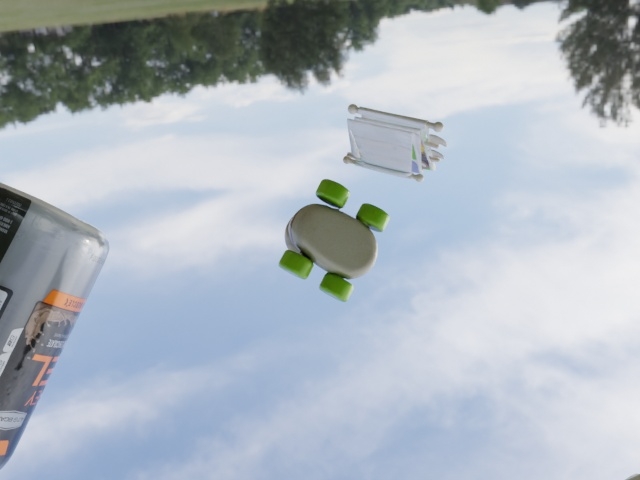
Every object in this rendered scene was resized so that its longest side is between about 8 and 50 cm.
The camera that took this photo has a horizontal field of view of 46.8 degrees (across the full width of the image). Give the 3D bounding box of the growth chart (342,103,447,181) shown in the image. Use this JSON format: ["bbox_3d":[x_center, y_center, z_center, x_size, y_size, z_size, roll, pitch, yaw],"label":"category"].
[{"bbox_3d":[0.118,-0.152,1.208,0.171,0.021,0.237,17,164,7],"label":"growth chart"}]

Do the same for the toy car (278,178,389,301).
[{"bbox_3d":[0.000,0.000,1.214,0.149,0.155,0.188,30,171,-16],"label":"toy car"}]

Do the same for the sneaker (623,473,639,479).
[{"bbox_3d":[0.242,0.328,0.793,0.111,0.297,0.129,12,-141,-33],"label":"sneaker"}]

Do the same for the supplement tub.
[{"bbox_3d":[-0.383,0.106,0.776,0.207,0.338,0.207,23,172,4],"label":"supplement tub"}]
